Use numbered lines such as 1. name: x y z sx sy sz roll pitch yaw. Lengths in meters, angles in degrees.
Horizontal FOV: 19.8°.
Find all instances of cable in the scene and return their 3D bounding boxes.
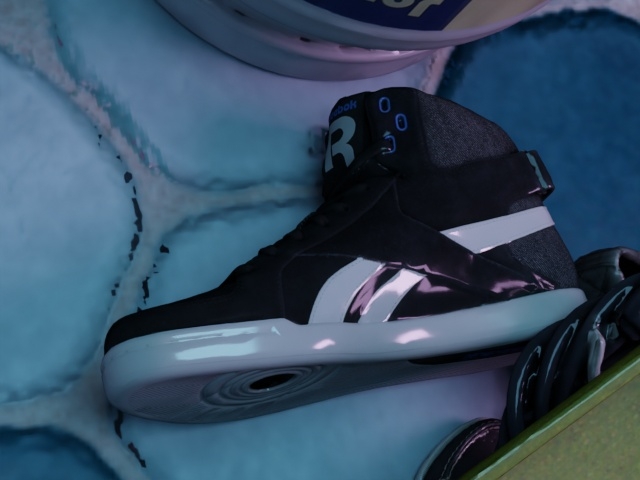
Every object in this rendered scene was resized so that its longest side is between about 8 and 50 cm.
1. cable: 0.154 0.098 0.743 0.150 0.047 0.184 -42 113 -12

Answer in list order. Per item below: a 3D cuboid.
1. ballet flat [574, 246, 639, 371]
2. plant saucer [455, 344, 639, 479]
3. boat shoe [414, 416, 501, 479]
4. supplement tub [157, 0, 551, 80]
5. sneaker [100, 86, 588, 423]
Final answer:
1. ballet flat: 0.177 0.062 0.794 0.173 0.049 0.057 32 63 -9
2. plant saucer: 0.116 0.129 0.693 0.188 0.045 0.188 -35 116 -7
3. boat shoe: 0.051 0.120 0.728 0.046 0.038 0.125 40 62 -4
4. supplement tub: 0.049 -0.214 0.688 0.235 0.325 0.235 8 68 -20
5. sneaker: 0.000 0.000 0.737 0.217 0.079 0.121 -5 70 -32
